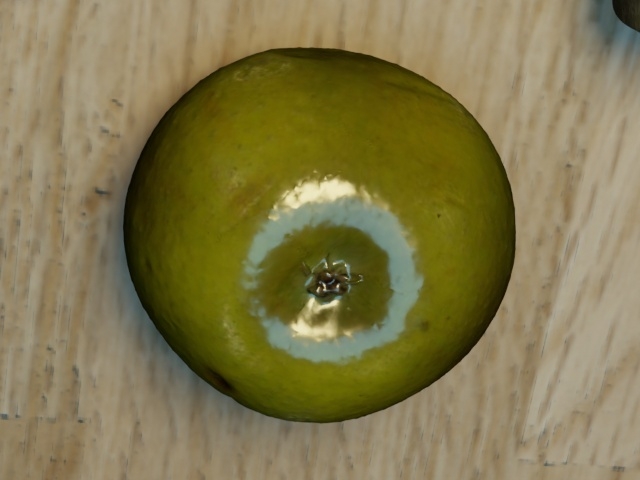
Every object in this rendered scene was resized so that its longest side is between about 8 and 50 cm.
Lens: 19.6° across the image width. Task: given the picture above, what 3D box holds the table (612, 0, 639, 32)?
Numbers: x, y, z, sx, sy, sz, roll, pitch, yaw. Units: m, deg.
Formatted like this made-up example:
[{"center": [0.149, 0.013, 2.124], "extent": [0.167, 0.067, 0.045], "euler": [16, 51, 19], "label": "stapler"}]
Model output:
[{"center": [0.204, -0.135, 0.883], "extent": [0.133, 0.133, 0.043], "euler": [-9, 119, -1], "label": "table"}]

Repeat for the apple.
[{"center": [0.000, 0.000, 0.920], "extent": [0.196, 0.157, 0.196], "euler": [-2, 108, -5], "label": "apple"}]
